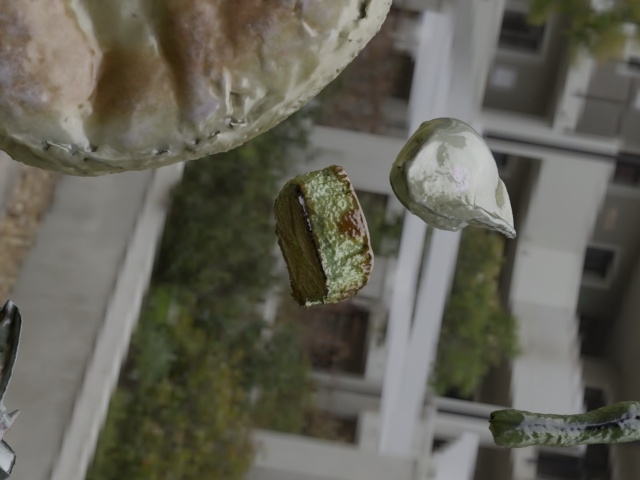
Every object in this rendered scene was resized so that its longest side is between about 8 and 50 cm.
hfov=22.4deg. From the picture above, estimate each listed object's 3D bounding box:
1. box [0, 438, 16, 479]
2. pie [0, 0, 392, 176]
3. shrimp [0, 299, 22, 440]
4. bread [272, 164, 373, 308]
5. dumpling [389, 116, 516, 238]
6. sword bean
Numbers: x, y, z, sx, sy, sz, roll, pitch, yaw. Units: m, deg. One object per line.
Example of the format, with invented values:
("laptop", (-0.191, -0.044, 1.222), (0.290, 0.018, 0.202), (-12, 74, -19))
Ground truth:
("box", (-0.357, 0.193, 1.356), (0.177, 0.115, 0.036), (-34, -158, 21))
("pie", (-0.092, -0.195, 0.893), (0.075, 0.338, 0.337), (-173, -87, -78))
("shrimp", (-0.223, 0.188, 0.942), (0.164, 0.062, 0.316), (46, 56, -50))
("bread", (0.000, 0.000, 1.707), (0.128, 0.069, 0.140), (139, -65, -66))
("dumpling", (0.133, -0.051, 1.508), (0.100, 0.134, 0.169), (-55, -178, -4))
("sword bean", (0.275, 0.163, 1.477), (0.038, 0.269, 0.043), (159, -73, -69))
